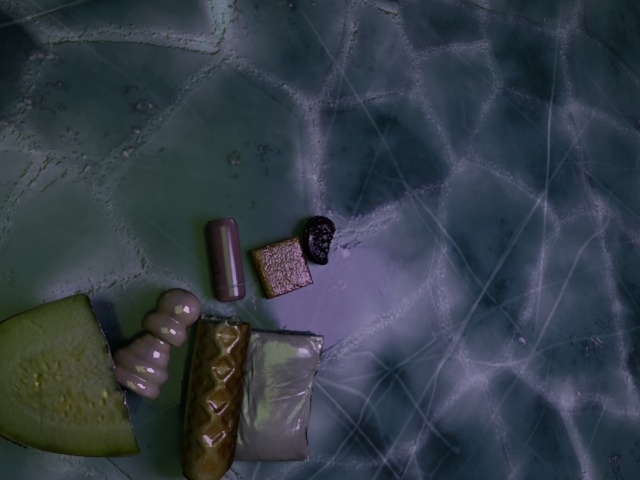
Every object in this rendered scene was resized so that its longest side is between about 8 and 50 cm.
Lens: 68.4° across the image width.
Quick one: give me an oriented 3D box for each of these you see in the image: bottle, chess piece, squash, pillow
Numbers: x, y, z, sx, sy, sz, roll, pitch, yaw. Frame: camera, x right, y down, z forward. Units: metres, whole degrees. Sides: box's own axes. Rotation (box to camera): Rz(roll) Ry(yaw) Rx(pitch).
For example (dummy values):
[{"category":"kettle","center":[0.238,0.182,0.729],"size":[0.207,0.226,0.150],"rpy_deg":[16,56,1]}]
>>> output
[{"category":"bottle","center":[-0.161,0.034,0.806],"size":[0.053,0.053,0.140],"rpy_deg":[-8,89,-20]},{"category":"chess piece","center":[-0.257,0.153,0.747],"size":[0.094,0.094,0.170],"rpy_deg":[33,72,-15]},{"category":"squash","center":[-0.390,0.212,0.661],"size":[0.155,0.204,0.236],"rpy_deg":[-15,89,-43]},{"category":"pillow","center":[-0.076,0.273,0.824],"size":[0.149,0.050,0.229],"rpy_deg":[9,83,-12]}]

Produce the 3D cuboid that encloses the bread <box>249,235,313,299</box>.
[{"category":"bread","center":[-0.071,0.048,0.846],"size":[0.090,0.035,0.094],"rpy_deg":[-20,93,-20]}]

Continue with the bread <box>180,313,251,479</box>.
[{"category":"bread","center":[-0.171,0.255,0.762],"size":[0.087,0.098,0.269],"rpy_deg":[12,82,-42]}]

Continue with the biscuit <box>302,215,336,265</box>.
[{"category":"biscuit","center":[0.000,0.000,0.870],"size":[0.087,0.027,0.089],"rpy_deg":[-46,121,-38]}]
